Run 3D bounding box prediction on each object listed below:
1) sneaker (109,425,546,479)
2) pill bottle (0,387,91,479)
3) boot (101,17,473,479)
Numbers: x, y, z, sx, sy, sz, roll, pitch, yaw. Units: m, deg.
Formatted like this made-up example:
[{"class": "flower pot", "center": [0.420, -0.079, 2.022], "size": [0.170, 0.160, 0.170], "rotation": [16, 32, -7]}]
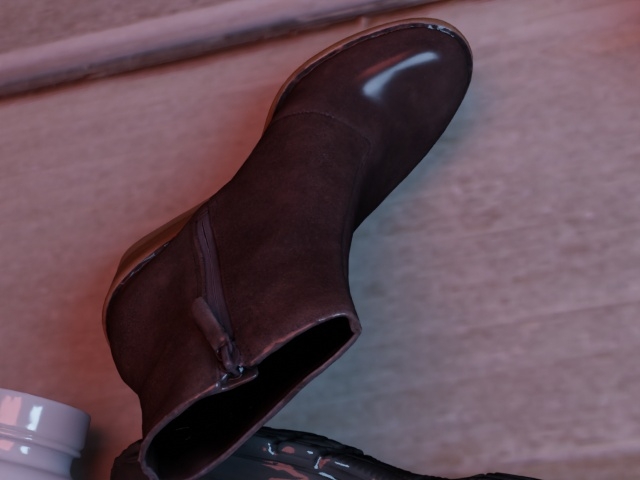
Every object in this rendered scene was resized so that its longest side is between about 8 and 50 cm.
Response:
[{"class": "sneaker", "center": [0.014, 0.163, 0.695], "size": [0.286, 0.109, 0.130], "rotation": [9, 85, 27]}, {"class": "pill bottle", "center": [-0.179, 0.169, 0.765], "size": [0.094, 0.094, 0.169], "rotation": [7, 74, 23]}, {"class": "boot", "center": [0.000, 0.000, 0.705], "size": [0.248, 0.090, 0.207], "rotation": [-39, 26, 5]}]
